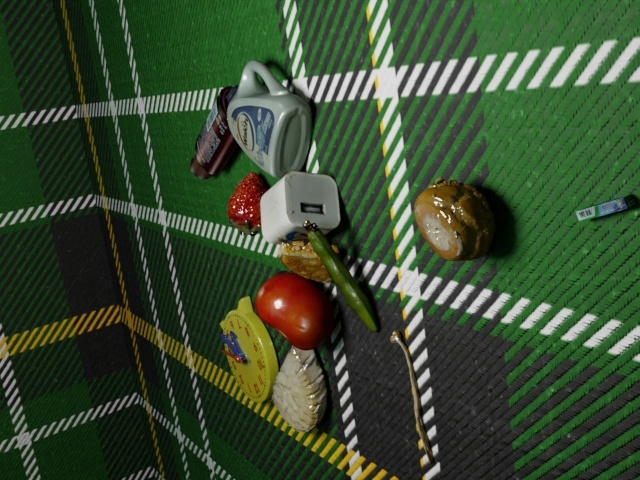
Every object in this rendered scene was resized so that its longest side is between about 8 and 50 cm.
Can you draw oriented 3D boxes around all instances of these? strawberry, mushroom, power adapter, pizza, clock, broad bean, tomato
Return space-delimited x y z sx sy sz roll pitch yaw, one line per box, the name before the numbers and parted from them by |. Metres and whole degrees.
strawberry | -0.165 -0.085 1.815 0.131 0.148 0.131 22 155 11
mushroom | 0.192 0.321 1.498 0.028 0.025 0.286 169 84 -75
power adapter | -0.061 -0.055 1.608 0.205 0.130 0.125 -34 57 59
pizza | -0.010 0.042 1.610 0.134 0.175 0.046 -11 60 25
clock | -0.215 0.330 2.118 0.294 0.071 0.277 62 147 19
broad bean | 0.043 0.074 1.536 0.298 0.043 0.060 56 171 -16
tomato | -0.055 0.159 1.686 0.195 0.136 0.195 37 168 9

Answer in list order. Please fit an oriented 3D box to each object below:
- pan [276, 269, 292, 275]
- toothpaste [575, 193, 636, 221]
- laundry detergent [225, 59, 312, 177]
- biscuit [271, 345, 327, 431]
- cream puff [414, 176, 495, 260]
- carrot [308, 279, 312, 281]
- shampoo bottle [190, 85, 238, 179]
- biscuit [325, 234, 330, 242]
pan | -0.082 0.096 1.830 0.136 0.028 0.235 32 130 48
toothpaste | 0.388 -0.044 1.000 0.083 0.020 0.017 -24 88 59
laundry detergent | -0.133 -0.291 1.659 0.280 0.105 0.215 50 143 37
biscuit | -0.051 0.385 1.863 0.179 0.084 0.281 50 142 35
cream puff | 0.224 -0.033 1.194 0.144 0.103 0.126 52 156 33
carrot | -0.046 0.019 1.732 0.035 0.035 0.165 -26 79 59
shampoo bottle | -0.264 -0.262 1.908 0.323 0.084 0.129 -47 62 57
biscuit | 0.000 0.000 1.663 0.092 0.016 0.082 47 136 35
